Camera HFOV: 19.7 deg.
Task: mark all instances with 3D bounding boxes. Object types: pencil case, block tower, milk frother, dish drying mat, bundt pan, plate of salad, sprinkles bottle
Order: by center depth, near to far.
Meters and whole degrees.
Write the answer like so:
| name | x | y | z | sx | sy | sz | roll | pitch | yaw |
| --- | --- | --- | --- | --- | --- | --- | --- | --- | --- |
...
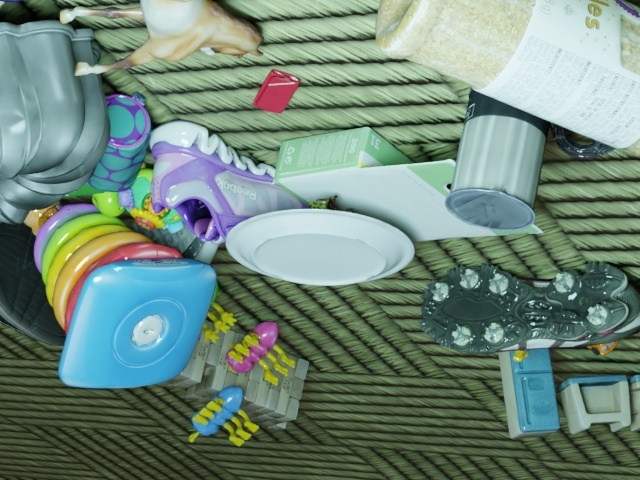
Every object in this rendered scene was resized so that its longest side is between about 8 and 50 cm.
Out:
| name | x | y | z | sx | sy | sz | roll | pitch | yaw |
| --- | --- | --- | --- | --- | --- | --- | --- | --- | --- |
| sprinkles bottle | 0.225 | -0.144 | 1.511 | 0.355 | 0.121 | 0.121 | 20 | 157 | -17 |
| milk frother | 0.198 | -0.074 | 1.684 | 0.143 | 0.135 | 0.129 | 7 | 158 | 15 |
| bundt pan | -0.345 | -0.082 | 1.774 | 0.331 | 0.124 | 0.331 | -22 | 170 | -4 |
| dish drying mat | -0.044 | -0.145 | 1.819 | 0.032 | 0.008 | 0.083 | 16 | 158 | -9 |
| plate of salad | 0.000 | 0.000 | 1.947 | 0.200 | 0.048 | 0.200 | 3 | 156 | 1 |
| pencil case | -0.218 | -0.103 | 1.951 | 0.070 | 0.064 | 0.152 | 51 | 160 | 8 |
| block tower | -0.174 | 0.163 | 2.540 | 0.335 | 0.091 | 0.097 | 23 | 157 | -24 |

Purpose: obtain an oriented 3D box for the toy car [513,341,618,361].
| name | x | y | z | sx | sy | sz | roll | pitch | yaw |
| --- | --- | --- | --- | --- | --- | --- | --- | --- | --- |
| toy car | 0.290 | 0.118 | 2.161 | 0.122 | 0.060 | 0.040 | -21 | 136 | -24 |

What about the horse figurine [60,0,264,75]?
| name | x | y | z | sx | sy | sz | roll | pitch | yaw |
| --- | --- | --- | --- | --- | --- | --- | --- | --- | --- |
| horse figurine | -0.156 | -0.219 | 1.616 | 0.174 | 0.066 | 0.263 | -3 | 150 | 9 |

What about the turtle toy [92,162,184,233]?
| name | x | y | z | sx | sy | sz | roll | pitch | yaw |
| --- | --- | --- | --- | --- | --- | --- | --- | --- | --- |
| turtle toy | -0.196 | -0.048 | 2.063 | 0.130 | 0.066 | 0.095 | 15 | 161 | 29 |

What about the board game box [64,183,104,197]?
| name | x | y | z | sx | sy | sz | roll | pitch | yaw |
| --- | --- | --- | --- | --- | --- | --- | --- | --- | --- |
| board game box | -0.353 | -0.121 | 2.005 | 0.124 | 0.039 | 0.259 | -5 | 145 | 39 |

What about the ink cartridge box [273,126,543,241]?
| name | x | y | z | sx | sy | sz | roll | pitch | yaw |
| --- | --- | --- | --- | --- | --- | --- | --- | --- | --- |
| ink cartridge box | 0.092 | -0.056 | 1.894 | 0.235 | 0.056 | 0.171 | -7 | 151 | 41 |

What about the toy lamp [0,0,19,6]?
| name | x | y | z | sx | sy | sz | roll | pitch | yaw |
| --- | --- | --- | --- | --- | --- | --- | --- | --- | --- |
| toy lamp | -0.329 | -0.206 | 1.744 | 0.080 | 0.080 | 0.274 | 20 | 157 | -15 |

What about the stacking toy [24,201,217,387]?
| name | x | y | z | sx | sy | sz | roll | pitch | yaw |
| --- | --- | --- | --- | --- | --- | --- | --- | --- | --- |
| stacking toy | -0.266 | 0.023 | 2.122 | 0.175 | 0.166 | 0.302 | -1 | -149 | -38 |

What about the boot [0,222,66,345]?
| name | x | y | z | sx | sy | sz | roll | pitch | yaw |
| --- | --- | --- | --- | --- | --- | --- | --- | --- | --- |
| boot | -0.497 | 0.016 | 2.302 | 0.284 | 0.138 | 0.377 | -7 | 147 | 39 |

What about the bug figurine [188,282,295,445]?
| name | x | y | z | sx | sy | sz | roll | pitch | yaw |
| --- | --- | --- | --- | --- | --- | --- | --- | --- | --- |
| bug figurine | -0.168 | 0.153 | 2.419 | 0.216 | 0.072 | 0.279 | -41 | 124 | 19 |

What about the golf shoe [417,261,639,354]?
| name | x | y | z | sx | sy | sz | roll | pitch | yaw |
| --- | --- | --- | --- | --- | --- | --- | --- | --- | --- |
| golf shoe | 0.242 | 0.090 | 2.110 | 0.273 | 0.105 | 0.120 | -1 | 161 | 34 |

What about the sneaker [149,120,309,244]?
| name | x | y | z | sx | sy | sz | roll | pitch | yaw |
| --- | --- | --- | --- | --- | --- | --- | --- | --- | --- |
| sneaker | -0.091 | -0.037 | 1.986 | 0.236 | 0.104 | 0.095 | 24 | 154 | -29 |

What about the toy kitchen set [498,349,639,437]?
| name | x | y | z | sx | sy | sz | roll | pitch | yaw |
| --- | --- | --- | --- | --- | --- | --- | --- | --- | --- |
| toy kitchen set | 0.347 | 0.160 | 2.244 | 0.207 | 0.122 | 0.166 | -1 | 163 | -19 |

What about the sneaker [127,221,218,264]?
| name | x | y | z | sx | sy | sz | roll | pitch | yaw |
| --- | --- | --- | --- | --- | --- | --- | --- | --- | --- |
| sneaker | -0.197 | 0.065 | 2.240 | 0.129 | 0.111 | 0.297 | 2 | 143 | -38 |
